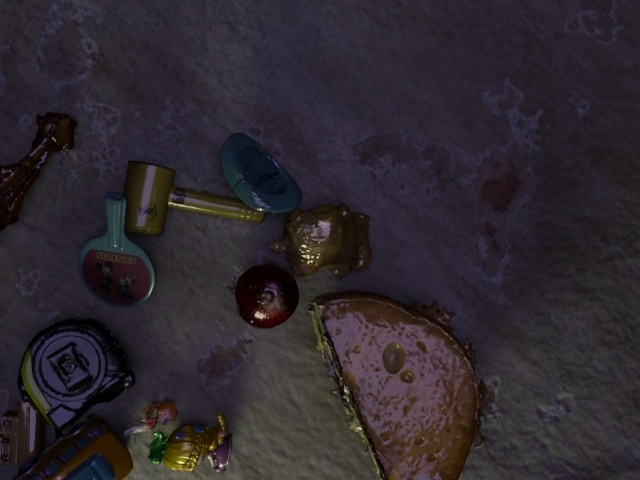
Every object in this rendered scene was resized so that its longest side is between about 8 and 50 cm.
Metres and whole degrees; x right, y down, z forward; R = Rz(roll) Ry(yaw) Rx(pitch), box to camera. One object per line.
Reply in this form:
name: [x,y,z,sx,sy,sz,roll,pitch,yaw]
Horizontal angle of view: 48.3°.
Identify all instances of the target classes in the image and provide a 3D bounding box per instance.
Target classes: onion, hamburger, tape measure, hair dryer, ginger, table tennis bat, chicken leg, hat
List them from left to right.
chicken leg: [-0.570,-0.121,1.345,0.113,0.093,0.304,46,74,-24]
tape measure: [-0.465,0.241,1.327,0.199,0.112,0.186,-36,86,-19]
table tennis bat: [-0.382,0.021,1.341,0.153,0.040,0.244,10,119,4]
hair dryer: [-0.245,-0.063,1.398,0.279,0.090,0.134,10,87,-15]
hat: [-0.126,-0.118,1.406,0.191,0.078,0.138,50,41,3]
onion: [-0.106,0.108,1.397,0.131,0.131,0.131,0,89,-9]
ginger: [0.000,0.000,1.423,0.216,0.102,0.157,-5,117,-14]
hamburger: [0.167,0.272,1.361,0.287,0.268,0.445,-22,89,-7]

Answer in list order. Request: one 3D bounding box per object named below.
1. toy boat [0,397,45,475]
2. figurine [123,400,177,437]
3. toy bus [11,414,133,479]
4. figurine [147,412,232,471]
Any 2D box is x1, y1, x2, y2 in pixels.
toy boat: [-0.566,0.389,1.347,0.077,0.057,0.200,2,90,-5]
figurine: [-0.332,0.348,1.387,0.109,0.064,0.047,-25,72,-18]
toy bus: [-0.444,0.428,1.300,0.209,0.136,0.126,-38,108,-29]
figurine: [-0.249,0.384,1.378,0.156,0.095,0.114,8,99,-13]
